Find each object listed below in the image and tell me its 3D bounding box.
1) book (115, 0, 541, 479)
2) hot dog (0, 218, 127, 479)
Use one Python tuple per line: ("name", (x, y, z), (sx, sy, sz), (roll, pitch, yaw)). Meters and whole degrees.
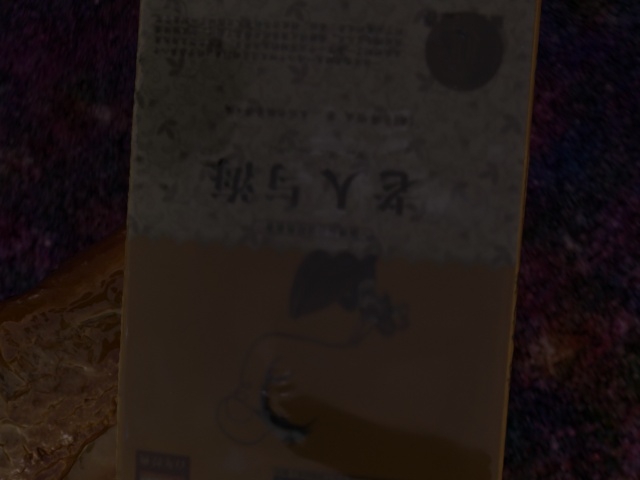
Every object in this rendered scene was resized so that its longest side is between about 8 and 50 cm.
("book", (0.000, 0.000, 0.945), (0.268, 0.032, 0.389), (4, 97, 12))
("hot dog", (-0.237, 0.165, 1.570), (0.365, 0.196, 0.367), (-36, 140, -15))
